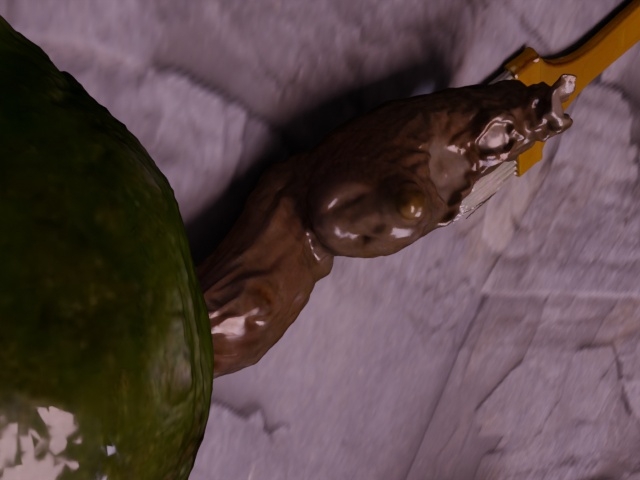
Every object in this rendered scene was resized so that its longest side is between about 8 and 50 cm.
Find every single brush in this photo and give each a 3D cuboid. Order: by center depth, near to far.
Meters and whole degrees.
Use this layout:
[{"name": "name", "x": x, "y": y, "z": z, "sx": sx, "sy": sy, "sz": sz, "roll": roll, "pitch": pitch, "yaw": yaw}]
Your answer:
[{"name": "brush", "x": 0.176, "y": -0.120, "z": 0.925, "sx": 0.272, "sy": 0.013, "sz": 0.103, "roll": -40, "pitch": 149, "yaw": -18}]

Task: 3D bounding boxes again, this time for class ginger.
[{"name": "ginger", "x": 0.002, "y": -0.001, "z": 0.742, "sx": 0.290, "sy": 0.122, "sz": 0.084, "roll": -33, "pitch": 115, "yaw": -22}]

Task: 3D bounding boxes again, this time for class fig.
[{"name": "fig", "x": -0.128, "y": -0.015, "z": 0.478, "sx": 0.203, "sy": 0.203, "sz": 0.235, "roll": -11, "pitch": 111, "yaw": -48}]
